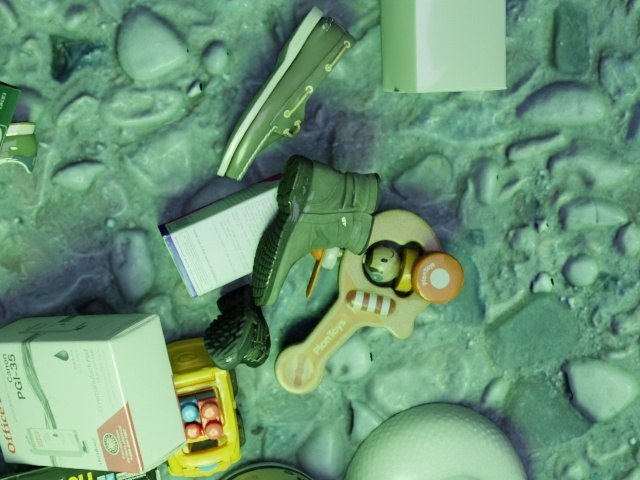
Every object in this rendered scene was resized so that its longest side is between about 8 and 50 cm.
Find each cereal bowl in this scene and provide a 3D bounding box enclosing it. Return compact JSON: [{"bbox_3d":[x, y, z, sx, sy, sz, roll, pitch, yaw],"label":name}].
[{"bbox_3d":[0.210,0.461,1.767,0.339,0.141,0.338,-2,101,-13],"label":"cereal bowl"}]

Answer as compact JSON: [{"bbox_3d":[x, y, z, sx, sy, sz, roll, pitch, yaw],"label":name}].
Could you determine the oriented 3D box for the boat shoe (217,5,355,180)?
[{"bbox_3d":[-0.055,-0.216,1.607,0.091,0.109,0.305,32,87,-11],"label":"boat shoe"}]

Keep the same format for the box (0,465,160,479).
[{"bbox_3d":[-0.388,0.466,1.567,0.322,0.079,0.257,-8,84,-37],"label":"box"}]

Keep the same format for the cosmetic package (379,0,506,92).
[{"bbox_3d":[0.181,-0.412,1.585,0.155,0.197,0.365,-6,102,-13],"label":"cosmetic package"}]

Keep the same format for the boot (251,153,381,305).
[{"bbox_3d":[0.000,0.000,1.561,0.161,0.083,0.246,16,97,-23],"label":"boot"}]

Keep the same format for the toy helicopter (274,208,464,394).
[{"bbox_3d":[0.043,0.093,1.668,0.235,0.140,0.355,42,87,-9],"label":"toy helicopter"}]

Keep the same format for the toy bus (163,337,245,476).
[{"bbox_3d":[-0.188,0.285,1.609,0.150,0.211,0.220,-12,103,-12],"label":"toy bus"}]

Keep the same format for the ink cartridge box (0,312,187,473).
[{"bbox_3d":[-0.358,0.225,1.524,0.283,0.117,0.207,-5,104,31],"label":"ink cartridge box"}]

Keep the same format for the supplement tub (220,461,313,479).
[{"bbox_3d":[-0.066,0.510,1.614,0.235,0.325,0.235,-2,100,-13],"label":"supplement tub"}]

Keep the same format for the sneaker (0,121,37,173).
[{"bbox_3d":[-0.519,-0.127,1.538,0.192,0.064,0.086,-8,101,-12],"label":"sneaker"}]

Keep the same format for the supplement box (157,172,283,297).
[{"bbox_3d":[-0.130,-0.012,1.623,0.220,0.111,0.114,-25,104,-7],"label":"supplement box"}]

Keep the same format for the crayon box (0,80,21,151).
[{"bbox_3d":[-0.587,-0.167,1.445,0.323,0.083,0.203,22,95,26],"label":"crayon box"}]

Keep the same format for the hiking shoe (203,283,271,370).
[{"bbox_3d":[-0.113,0.153,1.596,0.086,0.227,0.114,-28,107,14],"label":"hiking shoe"}]
